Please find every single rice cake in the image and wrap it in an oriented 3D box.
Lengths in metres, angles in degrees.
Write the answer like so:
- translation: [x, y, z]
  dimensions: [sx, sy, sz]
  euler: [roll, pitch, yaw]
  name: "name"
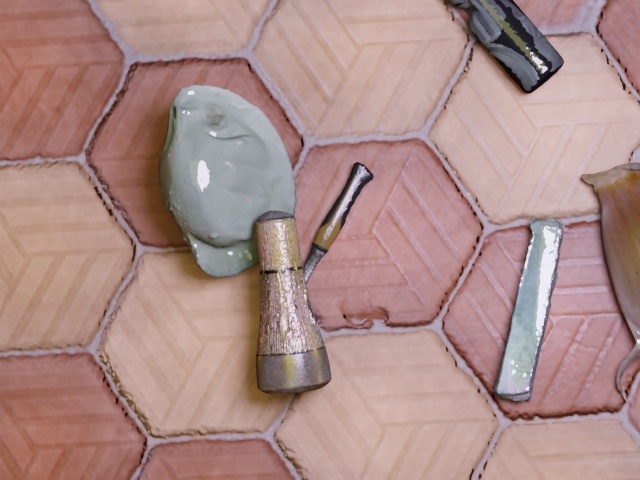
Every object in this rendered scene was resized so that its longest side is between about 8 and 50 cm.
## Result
- translation: [0.238, 0.077, 1.692]
  dimensions: [0.043, 0.034, 0.210]
  euler: [12, 85, 12]
  name: "rice cake"

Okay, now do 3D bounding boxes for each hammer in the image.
- translation: [0.000, 0.000, 1.716]
  dimensions: [0.078, 0.021, 0.201]
  euler: [27, 85, 5]
  name: "hammer"

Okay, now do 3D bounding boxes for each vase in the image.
- translation: [0.191, -0.264, 1.717]
  dimensions: [0.060, 0.060, 0.211]
  euler: [-40, 85, -2]
  name: "vase"

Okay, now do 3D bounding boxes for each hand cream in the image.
- translation: [-0.041, 0.067, 1.661]
  dimensions: [0.084, 0.084, 0.203]
  euler: [-8, 92, 1]
  name: "hand cream"

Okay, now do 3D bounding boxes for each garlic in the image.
- translation: [0.393, 0.042, 1.665]
  dimensions: [0.129, 0.148, 0.266]
  euler: [6, 78, -34]
  name: "garlic"

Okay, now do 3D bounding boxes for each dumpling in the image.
- translation: [-0.117, -0.069, 1.698]
  dimensions: [0.108, 0.153, 0.219]
  euler: [3, 101, 41]
  name: "dumpling"
